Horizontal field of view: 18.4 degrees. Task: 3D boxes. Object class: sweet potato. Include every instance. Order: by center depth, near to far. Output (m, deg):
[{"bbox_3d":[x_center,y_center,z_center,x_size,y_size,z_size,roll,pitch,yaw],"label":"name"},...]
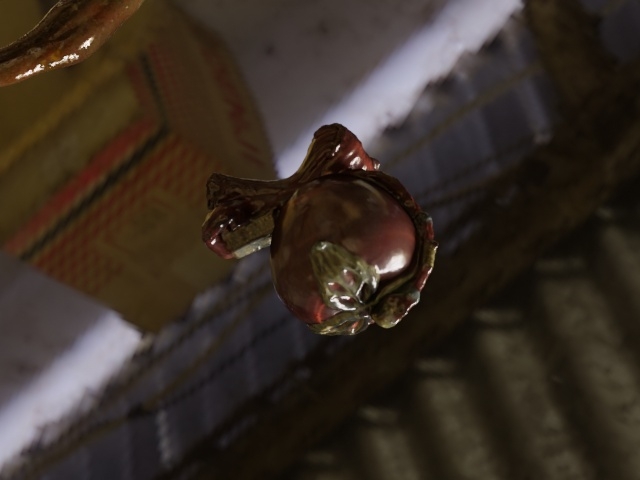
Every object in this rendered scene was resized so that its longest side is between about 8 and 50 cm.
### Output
[{"bbox_3d":[-0.243,-0.209,1.920,0.078,0.058,0.255,29,-127,35],"label":"sweet potato"}]

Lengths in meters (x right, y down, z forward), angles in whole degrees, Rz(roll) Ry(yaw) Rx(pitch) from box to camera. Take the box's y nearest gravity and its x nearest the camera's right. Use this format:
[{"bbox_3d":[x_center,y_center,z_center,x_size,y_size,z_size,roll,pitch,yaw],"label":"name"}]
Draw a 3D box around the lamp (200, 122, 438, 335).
[{"bbox_3d":[0.004,0.009,1.950,0.215,0.151,0.223,-24,-140,0],"label":"lamp"}]
